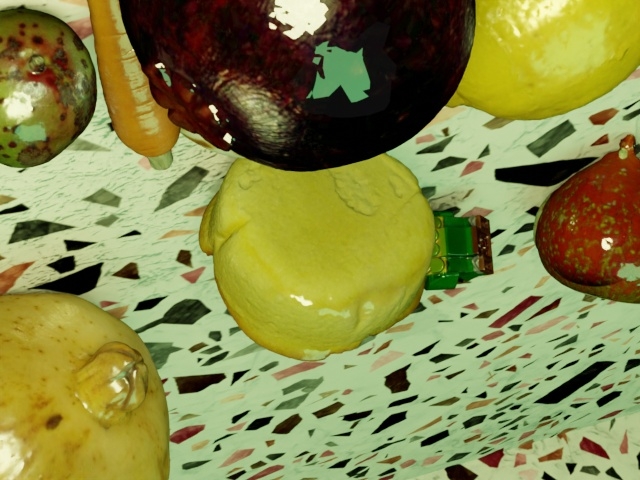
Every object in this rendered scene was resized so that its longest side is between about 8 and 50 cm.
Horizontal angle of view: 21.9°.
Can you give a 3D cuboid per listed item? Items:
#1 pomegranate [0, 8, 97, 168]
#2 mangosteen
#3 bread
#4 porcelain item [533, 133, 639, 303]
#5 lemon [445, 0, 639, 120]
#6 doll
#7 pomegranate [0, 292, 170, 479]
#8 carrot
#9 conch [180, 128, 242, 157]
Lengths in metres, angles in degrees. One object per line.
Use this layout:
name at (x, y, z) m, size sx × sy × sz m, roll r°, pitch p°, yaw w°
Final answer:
pomegranate at (-0.281, -0.127, 1.484) m, size 0.148 × 0.148 × 0.169 m, roll 2°, pitch 146°, yaw -45°
mangosteen at (-0.001, -0.227, 1.356) m, size 0.347 × 0.307 × 0.307 m, roll -51°, pitch 163°, yaw -15°
bread at (0.000, 0.000, 1.867) m, size 0.269 × 0.270 × 0.148 m, roll -13°, pitch 156°, yaw -21°
porcelain item at (0.419, -0.034, 2.292) m, size 0.253 × 0.253 × 0.253 m, roll -19°, pitch 157°, yaw -8°
lemon at (0.214, -0.236, 1.577) m, size 0.263 × 0.236 × 0.236 m, roll -15°, pitch 157°, yaw -2°
doll at (0.147, 0.016, 2.237) m, size 0.186 × 0.106 × 0.134 m, roll -3°, pitch 169°, yaw -4°
pomegranate at (-0.337, 0.231, 1.941) m, size 0.410 × 0.410 × 0.410 m, roll -19°, pitch 157°, yaw -8°
carrot at (-0.178, -0.186, 1.468) m, size 0.069 × 0.069 × 0.336 m, roll -19°, pitch 135°, yaw -7°
conch at (-0.045, -0.163, 1.601) m, size 0.275 × 0.149 × 0.183 m, roll -25°, pitch 162°, yaw 12°
